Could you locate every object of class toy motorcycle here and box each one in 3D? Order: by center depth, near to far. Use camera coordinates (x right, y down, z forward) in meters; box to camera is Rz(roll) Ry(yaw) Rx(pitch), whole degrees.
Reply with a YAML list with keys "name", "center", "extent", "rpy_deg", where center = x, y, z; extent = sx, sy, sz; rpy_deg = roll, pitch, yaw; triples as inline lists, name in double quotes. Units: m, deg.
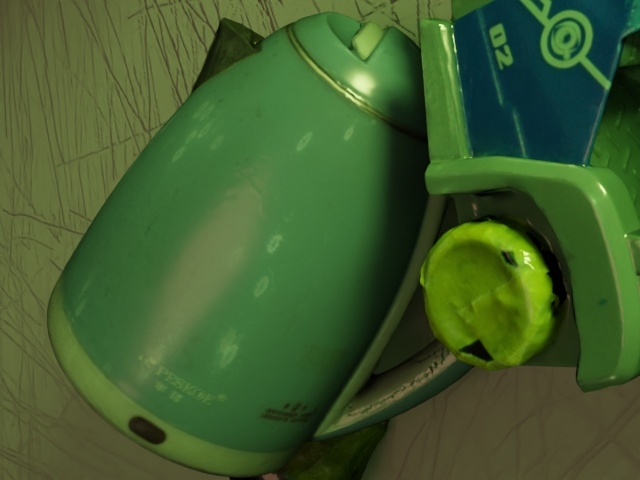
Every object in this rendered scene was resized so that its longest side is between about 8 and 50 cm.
- name: "toy motorcycle"
  center: [0.175, -0.082, 0.696]
  extent: [0.200, 0.191, 0.326]
  rpy_deg: [-2, 100, 45]

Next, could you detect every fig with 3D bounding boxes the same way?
- name: "fig"
  center: [-0.009, 0.194, 1.014]
  extent: [0.156, 0.123, 0.123]
  rpy_deg: [-34, 80, 2]

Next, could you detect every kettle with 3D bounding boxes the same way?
- name: "kettle"
  center: [0.000, 0.000, 0.872]
  extent: [0.319, 0.247, 0.342]
  rpy_deg: [33, 113, -6]
